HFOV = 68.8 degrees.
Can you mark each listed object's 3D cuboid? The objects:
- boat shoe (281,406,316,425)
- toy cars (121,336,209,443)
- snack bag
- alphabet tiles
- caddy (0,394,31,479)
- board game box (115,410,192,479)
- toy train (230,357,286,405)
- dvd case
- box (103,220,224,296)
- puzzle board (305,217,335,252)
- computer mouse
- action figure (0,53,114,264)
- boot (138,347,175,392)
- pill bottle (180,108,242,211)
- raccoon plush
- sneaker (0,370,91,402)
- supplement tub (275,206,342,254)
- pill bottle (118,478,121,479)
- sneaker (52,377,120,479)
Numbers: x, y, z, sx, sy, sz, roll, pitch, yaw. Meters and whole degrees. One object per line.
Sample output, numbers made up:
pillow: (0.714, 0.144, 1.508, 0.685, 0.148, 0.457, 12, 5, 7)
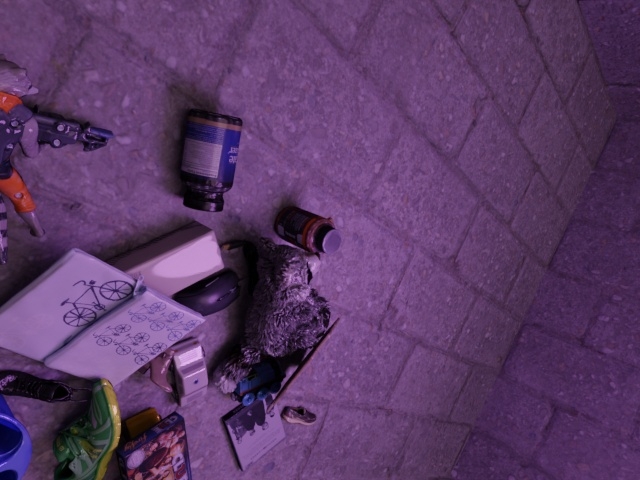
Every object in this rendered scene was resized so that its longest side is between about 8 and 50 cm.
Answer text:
boat shoe: (-0.064, 0.599, 1.607, 0.152, 0.056, 0.049, 23, 96, -45)
toy cars: (-0.392, 0.452, 1.228, 0.176, 0.087, 0.394, 35, 82, -45)
snack bag: (-0.472, 0.178, 0.973, 0.323, 0.037, 0.342, -34, 134, 13)
alphabet tiles: (-0.044, 0.361, 1.388, 0.285, 0.011, 0.342, -52, 174, 7)
caddy: (-0.725, 0.408, 0.844, 0.341, 0.179, 0.242, 3, 105, -43)
board game box: (-0.402, 0.571, 1.154, 0.165, 0.042, 0.244, -25, 121, -48)
toy train: (-0.188, 0.420, 1.406, 0.184, 0.080, 0.105, -11, 113, -39)
dvd case: (-0.207, 0.602, 1.497, 0.179, 0.029, 0.239, -29, 124, -32)
box: (-0.373, 0.064, 1.087, 0.275, 0.094, 0.113, -28, 124, -32)
puzzle board: (0.000, 0.000, 1.460, 0.128, 0.011, 0.097, -36, 128, -26)
computer mouse: (-0.257, 0.103, 1.231, 0.261, 0.060, 0.184, -17, 118, -38)
action figure: (-0.527, -0.144, 0.814, 0.341, 0.178, 0.331, -3, 118, -39)
boot: (-0.395, 0.312, 1.169, 0.118, 0.042, 0.087, 40, 73, -8)
pill bottle: (-0.255, -0.182, 1.076, 0.122, 0.122, 0.220, 0, 107, -42)
raccoon plush: (-0.153, 0.207, 1.222, 0.447, 0.216, 0.299, -53, 144, -13)
sneaker: (-0.587, 0.312, 0.988, 0.170, 0.089, 0.051, 38, 53, -47)
supplement tub: (-0.031, -0.024, 1.290, 0.106, 0.197, 0.106, -16, 116, -36)
pill bottle: (-0.485, 0.738, 1.233, 0.121, 0.121, 0.221, -30, 125, -30)
sneaker: (-0.536, 0.453, 1.067, 0.123, 0.109, 0.296, 9, 110, -38)
